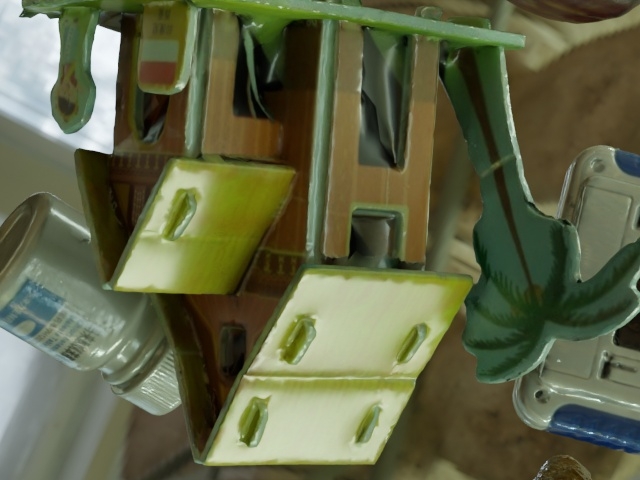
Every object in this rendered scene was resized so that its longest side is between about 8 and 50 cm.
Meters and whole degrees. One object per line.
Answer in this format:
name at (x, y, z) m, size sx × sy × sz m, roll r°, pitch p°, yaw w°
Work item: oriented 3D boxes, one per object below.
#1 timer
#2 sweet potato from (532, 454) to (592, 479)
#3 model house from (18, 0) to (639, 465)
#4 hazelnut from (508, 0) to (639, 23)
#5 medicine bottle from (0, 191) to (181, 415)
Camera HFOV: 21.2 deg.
timer at (0.275, 0.053, 1.471) m, size 0.078 × 0.178 × 0.253 m, roll 82°, pitch 22°, yaw -78°
sweet potato at (0.263, 0.304, 1.790) m, size 0.092 × 0.114 × 0.341 m, roll -59°, pitch -161°, yaw 14°
model house at (0.000, 0.000, 1.114) m, size 0.340 × 0.300 × 0.323 m, roll 7°, pitch -86°, yaw 51°
hazelnut at (0.179, -0.267, 1.233) m, size 0.218 × 0.218 × 0.234 m, roll -34°, pitch -164°, yaw 49°
medicine bottle at (-0.163, 0.047, 1.258) m, size 0.105 × 0.168 × 0.105 m, roll -45°, pitch -155°, yaw 28°
